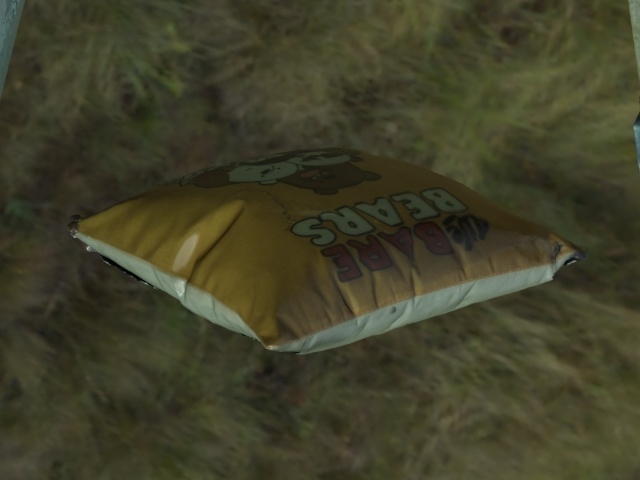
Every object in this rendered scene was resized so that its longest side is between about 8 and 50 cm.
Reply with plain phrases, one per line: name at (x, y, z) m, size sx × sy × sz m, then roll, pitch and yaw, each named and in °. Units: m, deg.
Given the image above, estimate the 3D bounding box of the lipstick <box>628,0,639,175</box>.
lipstick at (0.184, -0.116, 0.778) m, size 0.051 × 0.051 × 0.312 m, roll -50°, pitch 138°, yaw -36°

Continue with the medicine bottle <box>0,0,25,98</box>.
medicine bottle at (-0.307, -0.128, 0.942) m, size 0.290 × 0.245 × 0.245 m, roll -53°, pitch 146°, yaw 0°

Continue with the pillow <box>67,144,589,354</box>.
pillow at (0.000, 0.000, 1.240) m, size 0.310 × 0.312 × 0.119 m, roll -12°, pitch 115°, yaw -36°
